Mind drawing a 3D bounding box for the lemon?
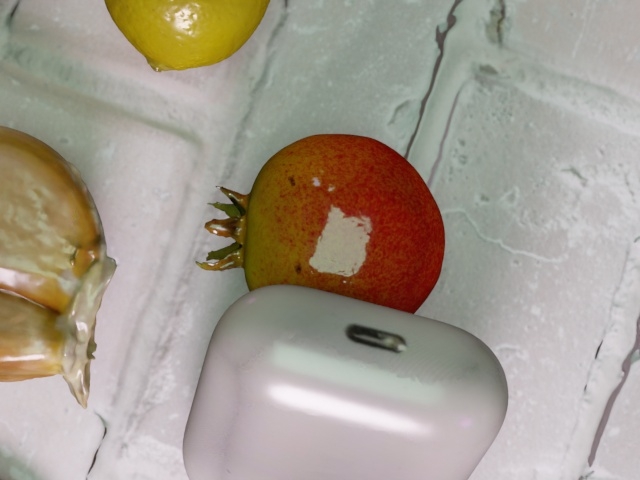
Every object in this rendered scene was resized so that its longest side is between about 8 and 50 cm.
[{"bbox_3d":[-0.139,-0.271,1.379,0.178,0.178,0.203,20,91,-3],"label":"lemon"}]

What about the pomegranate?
[{"bbox_3d":[0.000,0.000,1.377,0.256,0.221,0.221,0,91,3],"label":"pomegranate"}]

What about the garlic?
[{"bbox_3d":[-0.371,0.036,1.345,0.313,0.249,0.286,12,115,-18],"label":"garlic"}]

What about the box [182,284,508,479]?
[{"bbox_3d":[0.015,0.183,1.326,0.288,0.349,0.141,14,54,-4],"label":"box"}]
